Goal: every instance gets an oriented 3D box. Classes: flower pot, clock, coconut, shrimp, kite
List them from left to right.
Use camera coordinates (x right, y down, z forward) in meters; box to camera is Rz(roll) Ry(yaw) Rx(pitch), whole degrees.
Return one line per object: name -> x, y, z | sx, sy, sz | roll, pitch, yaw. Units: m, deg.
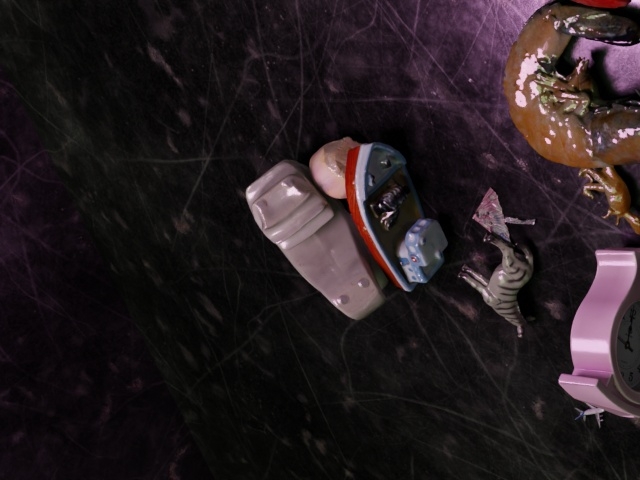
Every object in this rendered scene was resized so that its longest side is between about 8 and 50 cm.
flower pot -> 0.000, 0.000, 2.212 | 0.367, 0.164, 0.254 | 50, -174, 1
coconut -> 0.040, -0.147, 2.144 | 0.116, 0.116, 0.122 | 52, 146, 0
kite -> 0.344, -0.040, 1.963 | 0.156, 0.011, 0.139 | 7, 129, 49
shrimp -> 0.455, -0.235, 1.573 | 0.445, 0.085, 0.272 | 10, 123, 50
clock -> 0.545, 0.168, 1.765 | 0.290, 0.275, 0.080 | 28, 162, -37

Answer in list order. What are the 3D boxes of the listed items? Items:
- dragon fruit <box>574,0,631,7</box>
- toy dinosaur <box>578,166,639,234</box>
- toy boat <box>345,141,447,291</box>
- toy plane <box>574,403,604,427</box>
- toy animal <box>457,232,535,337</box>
dragon fruit -> 0.321, -0.492, 1.468 | 0.282, 0.100, 0.344 | 28, 140, 40
toy dinosaur -> 0.486, -0.095, 1.703 | 0.126, 0.039, 0.162 | 31, 136, 32
toy boat -> 0.153, -0.056, 2.057 | 0.133, 0.145, 0.332 | 8, 133, 48
toy plane -> 0.542, 0.341, 2.071 | 0.078, 0.024, 0.084 | 54, 142, -1
toy animal -> 0.360, 0.083, 2.005 | 0.176, 0.073, 0.217 | 32, 139, 6
